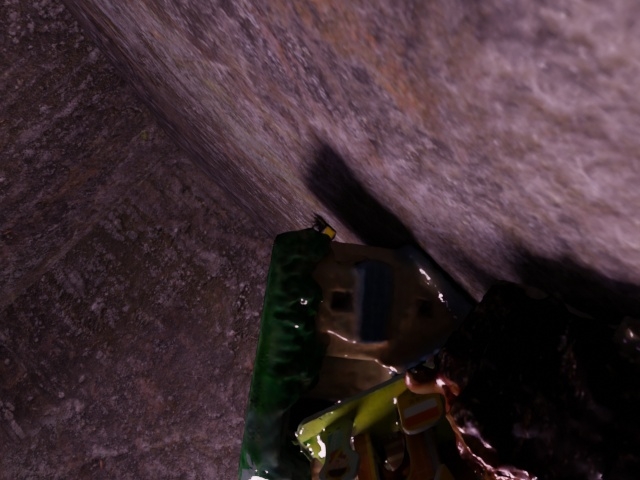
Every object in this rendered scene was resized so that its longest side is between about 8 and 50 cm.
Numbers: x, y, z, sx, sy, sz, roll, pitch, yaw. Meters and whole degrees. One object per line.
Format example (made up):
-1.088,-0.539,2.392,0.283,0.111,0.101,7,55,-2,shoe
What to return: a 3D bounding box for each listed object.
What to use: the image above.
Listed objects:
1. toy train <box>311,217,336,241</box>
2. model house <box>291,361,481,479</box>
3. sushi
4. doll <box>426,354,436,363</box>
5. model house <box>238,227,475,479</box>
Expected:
0.000,0.000,1.197,0.081,0.060,0.202,38,172,4,toy train
0.185,0.331,0.501,0.300,0.340,0.323,57,-167,-26,model house
0.218,0.157,0.402,0.196,0.182,0.343,51,168,-31,sushi
0.242,0.323,1.029,0.093,0.262,0.211,15,-163,36,doll
0.065,0.195,0.792,0.343,0.382,0.334,9,175,-6,model house
